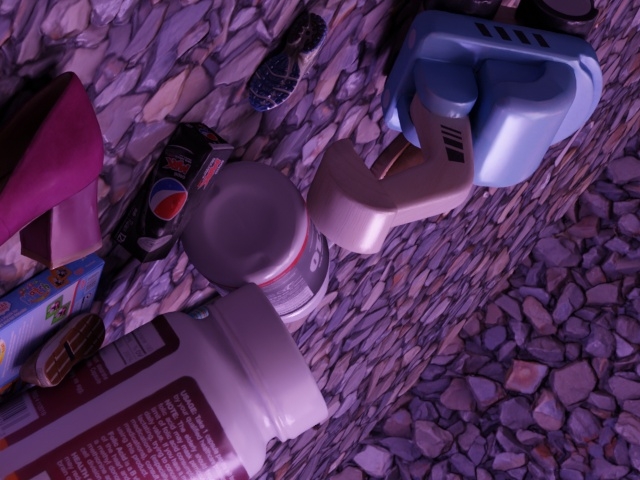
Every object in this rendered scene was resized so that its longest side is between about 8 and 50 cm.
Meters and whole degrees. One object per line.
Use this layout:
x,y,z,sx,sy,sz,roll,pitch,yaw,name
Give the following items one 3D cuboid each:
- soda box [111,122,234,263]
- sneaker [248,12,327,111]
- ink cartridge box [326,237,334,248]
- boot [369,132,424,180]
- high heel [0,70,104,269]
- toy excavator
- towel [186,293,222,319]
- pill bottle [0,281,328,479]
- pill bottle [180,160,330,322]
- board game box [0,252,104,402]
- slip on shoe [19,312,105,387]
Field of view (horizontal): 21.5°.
-0.174,-0.056,1.979,0.169,0.053,0.060,-57,162,18,soda box
-0.033,-0.208,2.033,0.135,0.052,0.058,-51,167,2,sneaker
0.000,0.000,2.606,0.145,0.045,0.179,-47,-179,-17,ink cartridge box
0.212,-0.172,2.638,0.305,0.115,0.112,-51,162,-5,boot
-0.358,-0.029,1.544,0.377,0.127,0.181,-28,123,-45,high heel
0.183,-0.157,2.197,0.432,0.445,0.222,8,134,-17,toy excavator
-0.194,0.186,2.461,0.370,0.040,0.271,-31,155,-49,towel
-0.205,0.223,1.991,0.392,0.224,0.224,-29,160,-7,pill bottle
-0.075,0.012,2.191,0.161,0.161,0.283,-50,164,-5,pill bottle
-0.344,0.114,1.917,0.211,0.039,0.160,-37,158,-43,board game box
-0.296,0.126,1.934,0.135,0.041,0.051,-52,128,-51,slip on shoe
